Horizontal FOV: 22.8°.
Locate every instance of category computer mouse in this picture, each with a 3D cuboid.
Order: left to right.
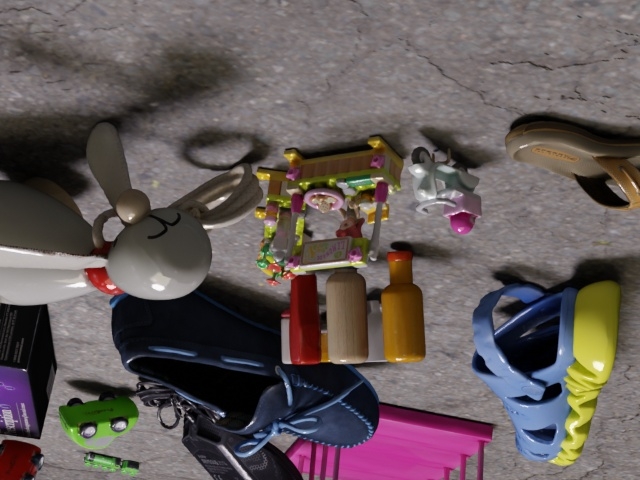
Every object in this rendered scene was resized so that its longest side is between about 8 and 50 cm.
[{"bbox_3d":[-0.092,0.257,1.925,0.188,0.072,0.272,-1,130,55],"label":"computer mouse"}]

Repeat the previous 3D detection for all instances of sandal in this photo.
[{"bbox_3d":[0.217,0.127,1.595,0.138,0.126,0.317,8,148,7],"label":"sandal"},{"bbox_3d":[0.233,-0.051,1.264,0.180,0.049,0.072,11,156,-9],"label":"sandal"}]

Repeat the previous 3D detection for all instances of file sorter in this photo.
[{"bbox_3d":[0.071,0.341,2.016,0.202,0.182,0.291,12,155,-11],"label":"file sorter"}]

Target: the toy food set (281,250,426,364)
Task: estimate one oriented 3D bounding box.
[{"bbox_3d":[0.022,0.069,1.576,0.111,0.105,0.232,-1,176,-15],"label":"toy food set"}]

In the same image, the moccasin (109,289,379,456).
[{"bbox_3d":[-0.085,0.161,1.682,0.342,0.117,0.138,25,130,-26],"label":"moccasin"}]

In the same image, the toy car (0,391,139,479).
[{"bbox_3d":[-0.333,0.238,1.950,0.225,0.239,0.053,-7,124,-26],"label":"toy car"}]

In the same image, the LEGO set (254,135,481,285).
[{"bbox_3d":[0.000,0.000,1.373,0.132,0.107,0.287,24,151,-32],"label":"LEGO set"}]

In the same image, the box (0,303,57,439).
[{"bbox_3d":[-0.403,0.132,1.791,0.184,0.103,0.261,11,156,-1],"label":"box"}]

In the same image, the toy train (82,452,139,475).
[{"bbox_3d":[-0.300,0.320,2.277,0.083,0.017,0.024,16,145,-18],"label":"toy train"}]

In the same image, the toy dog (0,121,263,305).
[{"bbox_3d":[-0.233,-0.023,1.333,0.333,0.220,0.161,-17,115,29],"label":"toy dog"}]
